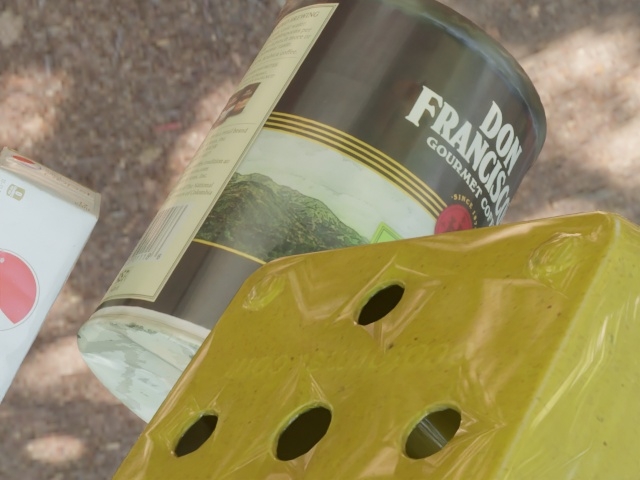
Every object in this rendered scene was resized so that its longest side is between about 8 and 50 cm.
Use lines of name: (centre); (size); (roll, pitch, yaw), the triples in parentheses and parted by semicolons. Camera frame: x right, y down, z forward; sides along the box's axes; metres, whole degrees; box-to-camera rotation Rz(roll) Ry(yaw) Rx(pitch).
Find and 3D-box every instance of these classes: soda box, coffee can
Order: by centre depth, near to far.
coffee can: (0.000, 0.000, 0.909); (0.201, 0.275, 0.201); (24, 155, 12)
soda box: (-0.222, 0.052, 0.917); (0.074, 0.069, 0.216); (27, 101, -13)

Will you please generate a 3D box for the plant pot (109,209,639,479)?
plant pot: (0.048, 0.111, 0.395); (0.212, 0.212, 0.187); (-9, 129, 47)
